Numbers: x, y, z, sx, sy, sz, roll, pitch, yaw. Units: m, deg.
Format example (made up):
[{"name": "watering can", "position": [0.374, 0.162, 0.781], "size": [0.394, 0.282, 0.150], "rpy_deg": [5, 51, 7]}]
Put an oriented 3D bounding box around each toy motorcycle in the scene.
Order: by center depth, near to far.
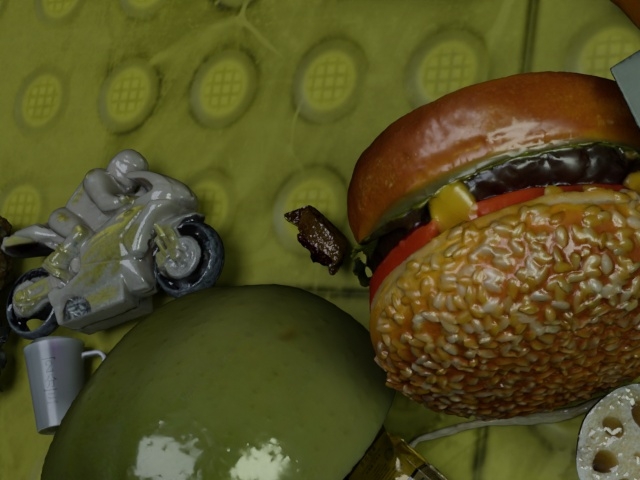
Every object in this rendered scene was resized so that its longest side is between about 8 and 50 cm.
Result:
[{"name": "toy motorcycle", "position": [-0.264, -0.001, 1.708], "size": [0.341, 0.108, 0.222], "rpy_deg": [-18, 65, 28]}]

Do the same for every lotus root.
[{"name": "lotus root", "position": [0.292, 0.189, 1.273], "size": [0.112, 0.081, 0.122], "rpy_deg": [39, 102, 2]}]

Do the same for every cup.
[{"name": "cup", "position": [-0.314, 0.178, 1.720], "size": [0.104, 0.074, 0.116], "rpy_deg": [-11, 72, 1]}]

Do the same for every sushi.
[{"name": "sushi", "position": [0.000, 0.000, 1.564], "size": [0.047, 0.050, 0.099], "rpy_deg": [-46, 50, 7]}]

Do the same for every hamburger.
[{"name": "hamburger", "position": [0.189, 0.015, 1.266], "size": [0.330, 0.330, 0.250], "rpy_deg": [-25, 64, 26]}]

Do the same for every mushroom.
[{"name": "mushroom", "position": [0.194, 0.185, 1.400], "size": [0.286, 0.026, 0.028], "rpy_deg": [-21, 81, 26]}]

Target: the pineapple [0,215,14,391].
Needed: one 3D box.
[{"name": "pineapple", "position": [-0.467, 0.085, 1.815], "size": [0.128, 0.128, 0.248], "rpy_deg": [-13, 72, 30]}]

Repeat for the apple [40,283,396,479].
[{"name": "apple", "position": [-0.114, 0.211, 1.408], "size": [0.312, 0.360, 0.320], "rpy_deg": [27, 130, 13]}]

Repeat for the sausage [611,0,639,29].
[{"name": "sausage", "position": [0.354, -0.249, 1.377], "size": [0.098, 0.098, 0.238], "rpy_deg": [-47, 54, 14]}]

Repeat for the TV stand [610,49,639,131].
[{"name": "TV stand", "position": [0.352, -0.091, 1.219], "size": [0.083, 0.269, 0.088], "rpy_deg": [-32, 59, 22]}]

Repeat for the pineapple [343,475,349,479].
[{"name": "pineapple", "position": [0.012, 0.249, 1.486], "size": [0.058, 0.058, 0.124], "rpy_deg": [-35, 66, 21]}]

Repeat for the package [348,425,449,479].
[{"name": "package", "position": [0.081, 0.249, 1.417], "size": [0.131, 0.047, 0.071], "rpy_deg": [43, 108, 17]}]
